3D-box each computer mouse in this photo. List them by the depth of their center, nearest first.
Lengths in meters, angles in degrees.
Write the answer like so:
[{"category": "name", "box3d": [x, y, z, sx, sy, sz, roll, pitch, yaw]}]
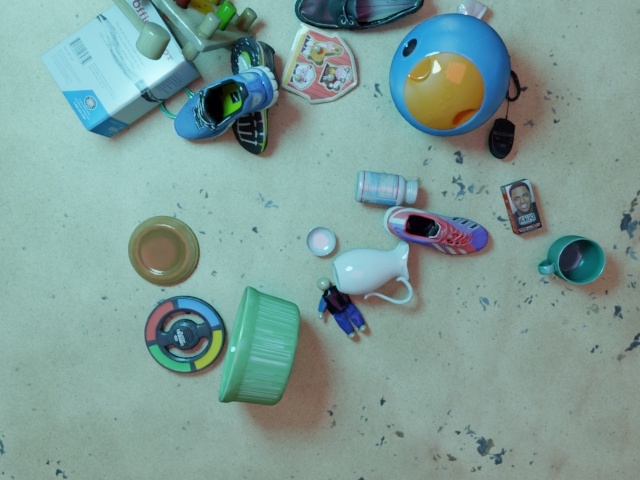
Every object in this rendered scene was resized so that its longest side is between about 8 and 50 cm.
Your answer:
[{"category": "computer mouse", "box3d": [0.500, -0.342, 1.387, 0.071, 0.041, 0.242, 9, 91, -11]}]

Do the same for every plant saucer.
[{"category": "plant saucer", "box3d": [-0.443, 0.031, 1.422, 0.200, 0.037, 0.200, 0, 98, 0]}]

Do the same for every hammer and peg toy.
[{"category": "hammer and peg toy", "box3d": [-0.327, -0.557, 1.186, 0.266, 0.361, 0.127, 48, 124, -6]}]

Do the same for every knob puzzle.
[{"category": "knob puzzle", "box3d": [0.008, -0.455, 1.345, 0.213, 0.030, 0.213, -1, 110, -3]}]

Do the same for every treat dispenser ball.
[{"category": "treat dispenser ball", "box3d": [0.314, -0.401, 1.246, 0.288, 0.288, 0.288, 0, 98, -1]}]

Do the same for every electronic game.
[{"category": "electronic game", "box3d": [-0.388, 0.269, 1.451, 0.229, 0.048, 0.229, 0, 99, -1]}]

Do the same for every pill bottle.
[{"category": "pill bottle", "box3d": [0.178, -0.139, 1.381, 0.160, 0.087, 0.087, 7, 98, -2]}]

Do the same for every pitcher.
[{"category": "pitcher", "box3d": [0.147, 0.103, 1.396, 0.207, 0.125, 0.177, -12, 89, -8]}]

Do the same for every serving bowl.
[{"category": "serving bowl", "box3d": [0.000, 0.000, 1.428, 0.083, 0.027, 0.083, 0, 98, -1]}]

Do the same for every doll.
[{"category": "doll", "box3d": [0.050, 0.188, 1.447, 0.129, 0.046, 0.189, -33, 98, 3]}]

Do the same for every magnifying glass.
[{"category": "magnifying glass", "box3d": [-0.328, -0.359, 1.375, 0.231, 0.026, 0.092, 15, 97, -4]}]

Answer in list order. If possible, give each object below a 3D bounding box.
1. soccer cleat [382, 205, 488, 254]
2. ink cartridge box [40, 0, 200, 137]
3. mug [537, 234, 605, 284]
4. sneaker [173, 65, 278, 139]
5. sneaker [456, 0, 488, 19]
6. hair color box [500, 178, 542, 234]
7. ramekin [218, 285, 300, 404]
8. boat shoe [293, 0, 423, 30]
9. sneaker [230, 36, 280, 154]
[{"category": "soccer cleat", "box3d": [0.328, -0.020, 1.367, 0.318, 0.116, 0.108, 13, 95, -17]}, {"category": "ink cartridge box", "box3d": [-0.503, -0.445, 1.298, 0.307, 0.129, 0.223, -33, 89, 4]}, {"category": "mug", "box3d": [0.688, 0.046, 1.410, 0.158, 0.097, 0.129, 15, 98, -2]}, {"category": "sneaker", "box3d": [-0.265, -0.333, 1.250, 0.330, 0.147, 0.129, -17, 100, 38]}, {"category": "sneaker", "box3d": [0.376, -0.576, 1.342, 0.070, 0.051, 0.134, 33, 93, -3]}, {"category": "hair color box", "box3d": [0.559, -0.094, 1.415, 0.072, 0.043, 0.141, -19, 97, 3]}, {"category": "ramekin", "box3d": [-0.158, 0.284, 1.338, 0.148, 0.303, 0.303, 15, 98, -11]}, {"category": "boat shoe", "box3d": [0.101, -0.600, 1.290, 0.340, 0.113, 0.127, -2, 121, -3]}, {"category": "sneaker", "box3d": [-0.157, -0.374, 1.332, 0.111, 0.121, 0.300, 20, 120, 26]}]
